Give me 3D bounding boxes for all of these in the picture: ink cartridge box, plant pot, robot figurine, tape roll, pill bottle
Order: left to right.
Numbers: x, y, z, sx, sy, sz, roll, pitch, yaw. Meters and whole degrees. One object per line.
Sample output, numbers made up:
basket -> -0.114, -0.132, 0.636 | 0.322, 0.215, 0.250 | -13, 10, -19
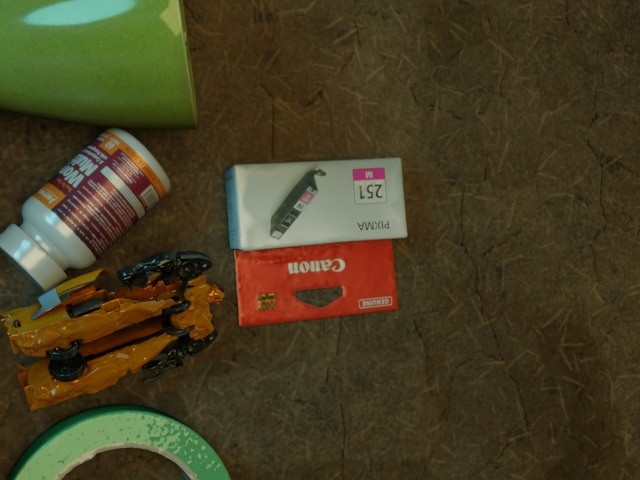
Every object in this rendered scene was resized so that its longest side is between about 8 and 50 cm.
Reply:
plant pot -> -0.321, -0.262, 1.146 | 0.294, 0.275, 0.274 | -8, 91, -6
pill bottle -> -0.317, -0.039, 1.194 | 0.221, 0.121, 0.121 | -46, 104, -17
tape roll -> -0.276, 0.388, 1.218 | 0.321, 0.077, 0.321 | 1, 88, -22
robot figurine -> -0.267, 0.109, 1.198 | 0.291, 0.085, 0.211 | -21, 134, -25
ink cartridge box -> 0.000, 0.000, 1.354 | 0.275, 0.060, 0.238 | -5, 88, -22
